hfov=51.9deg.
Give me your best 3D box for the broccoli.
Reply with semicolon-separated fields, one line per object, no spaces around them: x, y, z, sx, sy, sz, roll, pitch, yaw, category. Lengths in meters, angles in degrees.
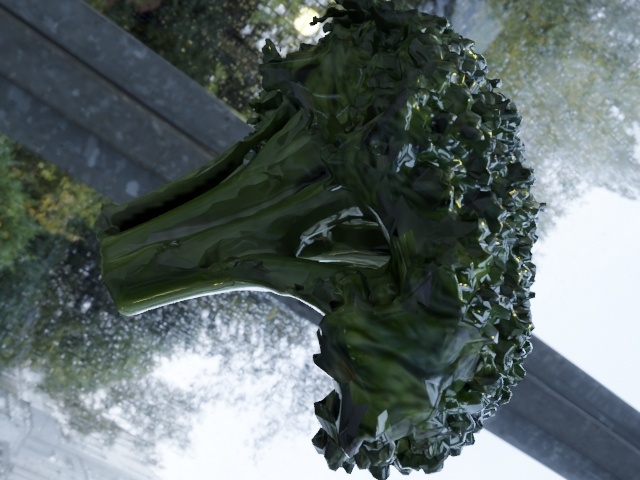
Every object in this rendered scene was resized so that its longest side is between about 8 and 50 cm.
0.021;0.004;0.480;0.302;0.249;0.375;-34;-136;20;broccoli
